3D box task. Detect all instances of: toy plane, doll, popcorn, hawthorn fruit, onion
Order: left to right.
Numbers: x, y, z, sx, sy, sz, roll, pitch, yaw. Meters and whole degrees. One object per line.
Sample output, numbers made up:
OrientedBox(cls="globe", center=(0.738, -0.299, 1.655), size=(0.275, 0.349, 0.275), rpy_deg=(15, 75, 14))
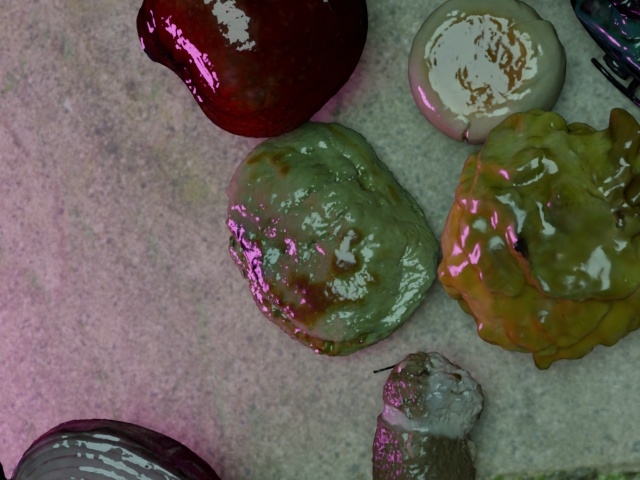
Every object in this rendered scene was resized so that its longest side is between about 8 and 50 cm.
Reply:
OrientedBox(cls="onion", center=(-0.155, 0.314, 1.320), size=(0.349, 0.159, 0.267), rpy_deg=(11, 100, 8))
OrientedBox(cls="hawthorn fruit", center=(-0.045, -0.231, 1.326), size=(0.266, 0.210, 0.230), rpy_deg=(-28, 50, -23))
OrientedBox(cls="doll", center=(0.105, 0.219, 1.284), size=(0.115, 0.105, 0.221), rpy_deg=(-7, 82, 51))
OrientedBox(cls="popcorn", center=(0.227, -0.005, 1.225), size=(0.233, 0.192, 0.266), rpy_deg=(44, 116, 4))
OrientedBox(cls="toy plane", center=(0.285, -0.226, 1.258), size=(0.106, 0.155, 0.381), rpy_deg=(-44, 60, 8))

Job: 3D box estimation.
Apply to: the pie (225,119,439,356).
OrientedBox(cls="pie", center=(0.000, 0.000, 1.339), size=(0.201, 0.090, 0.248), rpy_deg=(-40, 73, 9))

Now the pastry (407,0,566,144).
OrientedBox(cls="pastry", center=(0.166, -0.173, 1.312), size=(0.156, 0.092, 0.156), rpy_deg=(-2, 83, 17))
